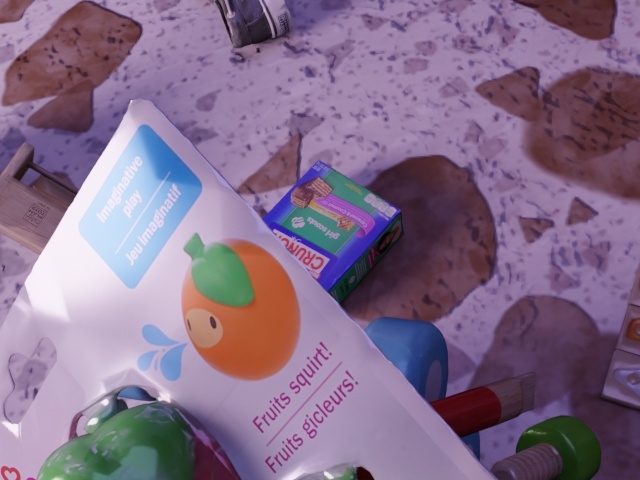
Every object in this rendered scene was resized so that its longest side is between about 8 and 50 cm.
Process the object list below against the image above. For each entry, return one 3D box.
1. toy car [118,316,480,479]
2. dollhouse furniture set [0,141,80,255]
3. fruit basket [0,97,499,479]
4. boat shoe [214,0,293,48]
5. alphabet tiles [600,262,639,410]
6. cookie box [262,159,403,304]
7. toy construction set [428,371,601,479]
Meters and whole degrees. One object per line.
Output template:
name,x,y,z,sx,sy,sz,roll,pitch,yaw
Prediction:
toy car,-0.044,0.172,0.586,0.219,0.210,0.238,4,54,24
dollhouse furniture set,-0.300,-0.017,0.838,0.184,0.129,0.129,30,66,-6
fruit basket,-0.046,0.177,0.406,0.353,0.327,0.165,44,31,10
boat shoe,-0.102,-0.280,0.965,0.070,0.078,0.219,-25,59,-6
alphabet tiles,0.337,0.041,0.720,0.198,0.009,0.237,15,63,20
cookie box,0.000,0.000,0.794,0.092,0.040,0.107,33,71,26
toy construction set,0.161,0.220,0.530,0.257,0.237,0.309,-24,79,44
